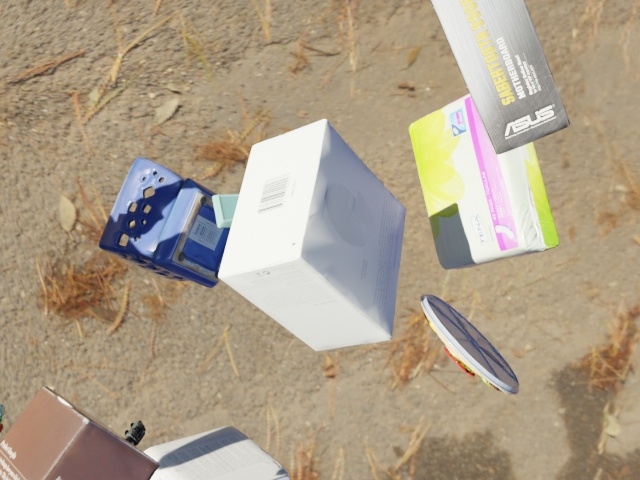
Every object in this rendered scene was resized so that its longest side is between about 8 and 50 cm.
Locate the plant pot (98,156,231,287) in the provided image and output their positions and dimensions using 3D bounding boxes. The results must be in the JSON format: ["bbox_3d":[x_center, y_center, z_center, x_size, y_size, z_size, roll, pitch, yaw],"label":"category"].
[{"bbox_3d":[-0.324,-0.028,1.722,0.236,0.212,0.235,33,77,-51],"label":"plant pot"}]

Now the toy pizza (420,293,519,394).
[{"bbox_3d":[0.219,0.160,1.133,0.201,0.201,0.032,36,105,-28],"label":"toy pizza"}]

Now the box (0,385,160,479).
[{"bbox_3d":[-0.400,0.398,0.970,0.143,0.191,0.381,43,70,-31],"label":"box"}]

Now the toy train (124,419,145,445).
[{"bbox_3d":[-0.367,0.393,1.386,0.027,0.158,0.036,-21,108,25],"label":"toy train"}]

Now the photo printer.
[{"bbox_3d":[-0.262,0.556,1.749,0.308,0.256,0.107,-4,112,-46],"label":"photo printer"}]

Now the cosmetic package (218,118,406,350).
[{"bbox_3d":[0.000,0.000,1.037,0.225,0.138,0.224,42,46,-39],"label":"cosmetic package"}]

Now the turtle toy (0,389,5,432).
[{"bbox_3d":[-0.496,0.267,1.078,0.095,0.066,0.130,-29,152,-46],"label":"turtle toy"}]

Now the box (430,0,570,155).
[{"bbox_3d":[0.114,-0.190,0.568,0.056,0.231,0.183,-23,114,17],"label":"box"}]

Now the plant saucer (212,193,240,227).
[{"bbox_3d":[-0.096,-0.058,1.353,0.192,0.018,0.067,-3,63,-22],"label":"plant saucer"}]

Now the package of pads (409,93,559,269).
[{"bbox_3d":[0.280,-0.105,1.342,0.101,0.229,0.296,-9,84,-32],"label":"package of pads"}]
